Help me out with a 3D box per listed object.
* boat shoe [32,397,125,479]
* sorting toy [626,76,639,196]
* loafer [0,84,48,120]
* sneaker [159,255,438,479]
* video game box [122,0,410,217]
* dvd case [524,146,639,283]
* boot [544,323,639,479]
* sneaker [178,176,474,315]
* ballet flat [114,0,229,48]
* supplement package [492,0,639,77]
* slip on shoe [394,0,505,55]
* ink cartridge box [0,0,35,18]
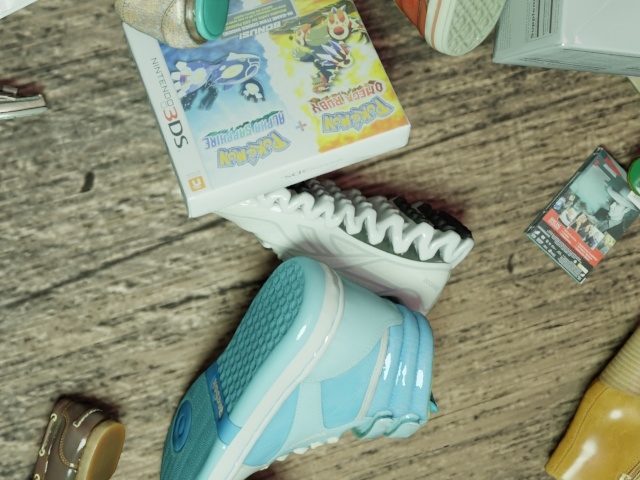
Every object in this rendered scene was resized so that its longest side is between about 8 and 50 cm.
[{"bbox_3d":[-0.252,0.254,1.012,0.073,0.073,0.207,21,95,20],"label":"boat shoe"},{"bbox_3d":[0.402,-0.168,1.057,0.274,0.046,0.132,-37,87,7],"label":"sorting toy"},{"bbox_3d":[-0.305,-0.122,0.916,0.125,0.045,0.039,-9,99,-9],"label":"loafer"},{"bbox_3d":[-0.009,0.172,0.996,0.208,0.127,0.319,20,124,-27],"label":"sneaker"},{"bbox_3d":[-0.050,-0.138,0.921,0.205,0.048,0.187,-20,73,-9],"label":"video game box"},{"bbox_3d":[0.283,-0.026,1.099,0.087,0.013,0.119,39,93,-19],"label":"dvd case"},{"bbox_3d":[0.408,0.234,1.157,0.295,0.104,0.211,25,102,-13],"label":"boot"},{"bbox_3d":[0.000,0.000,0.993,0.292,0.110,0.118,17,108,-17],"label":"sneaker"},{"bbox_3d":[-0.114,-0.322,0.878,0.106,0.107,0.316,12,88,19],"label":"ballet flat"},{"bbox_3d":[0.285,-0.288,0.944,0.204,0.145,0.261,3,93,-15],"label":"supplement package"},{"bbox_3d":[0.127,-0.318,0.883,0.123,0.101,0.331,-26,144,-36],"label":"slip on shoe"},{"bbox_3d":[-0.288,-0.276,0.825,0.086,0.148,0.203,-28,109,-8],"label":"ink cartridge box"}]
